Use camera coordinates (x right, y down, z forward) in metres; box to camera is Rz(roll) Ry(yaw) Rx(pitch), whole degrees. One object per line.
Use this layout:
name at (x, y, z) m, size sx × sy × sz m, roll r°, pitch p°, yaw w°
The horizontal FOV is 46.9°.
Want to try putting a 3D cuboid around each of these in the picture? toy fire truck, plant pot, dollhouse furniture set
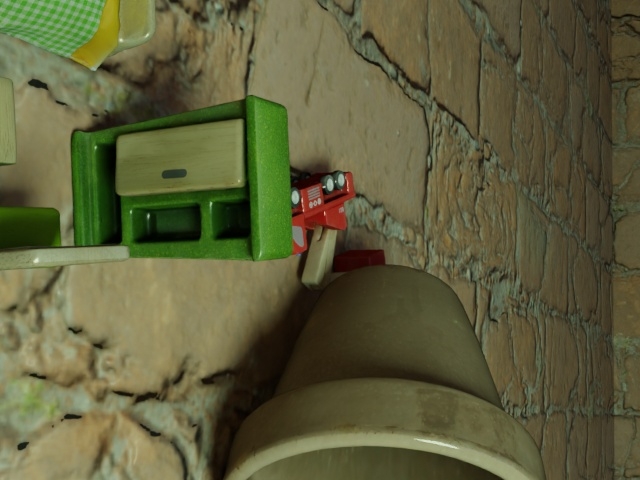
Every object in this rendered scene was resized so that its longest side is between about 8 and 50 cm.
toy fire truck at (0.000, 0.000, 0.741) m, size 0.192 × 0.047 × 0.135 m, roll -27°, pitch 113°, yaw -56°
plant pot at (0.058, 0.148, 0.659) m, size 0.229 × 0.263 × 0.263 m, roll -82°, pitch 151°, yaw -45°
dollhouse furniture set at (-0.135, -0.134, 0.415) m, size 0.198 × 0.151 × 0.301 m, roll -3°, pitch 90°, yaw -60°
